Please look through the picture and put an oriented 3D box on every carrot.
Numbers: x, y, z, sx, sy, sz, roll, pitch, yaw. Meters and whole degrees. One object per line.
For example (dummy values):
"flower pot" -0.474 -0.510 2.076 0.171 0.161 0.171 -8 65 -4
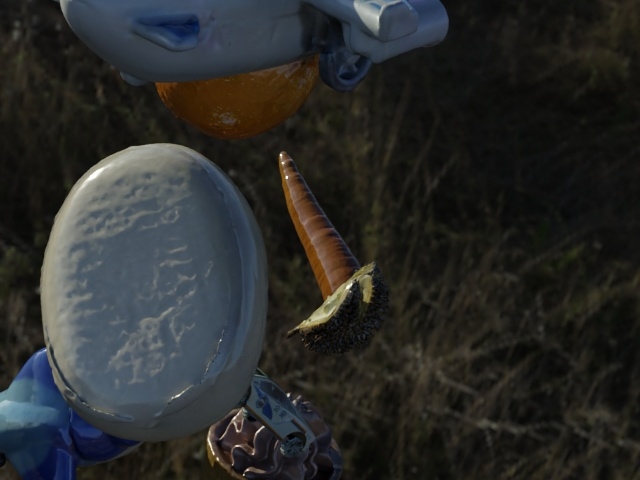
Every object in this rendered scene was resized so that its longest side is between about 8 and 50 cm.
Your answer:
"carrot" 0.000 0.000 1.994 0.069 0.069 0.336 -5 51 -30

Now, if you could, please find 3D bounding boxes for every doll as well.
"doll" -0.320 0.222 1.904 0.376 0.365 0.187 -31 92 -10

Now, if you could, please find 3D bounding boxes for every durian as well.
"durian" 0.027 0.088 1.580 0.071 0.140 0.110 52 26 -2

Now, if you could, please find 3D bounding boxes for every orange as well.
"orange" -0.076 -0.194 1.408 0.161 0.193 0.193 8 31 16

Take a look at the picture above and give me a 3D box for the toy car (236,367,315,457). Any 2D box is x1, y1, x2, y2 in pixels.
"toy car" -0.078 0.167 1.583 0.056 0.205 0.095 -47 42 -7

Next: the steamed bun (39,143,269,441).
"steamed bun" -0.119 0.042 1.108 0.177 0.131 0.228 -12 72 16

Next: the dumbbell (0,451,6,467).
"dumbbell" -0.479 0.263 1.638 0.143 0.143 0.325 38 18 27

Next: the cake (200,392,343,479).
"cake" -0.063 0.281 1.951 0.185 0.178 0.207 7 18 -14

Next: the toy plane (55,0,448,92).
"toy plane" -0.051 -0.163 0.880 0.267 0.122 0.267 8 24 -4
